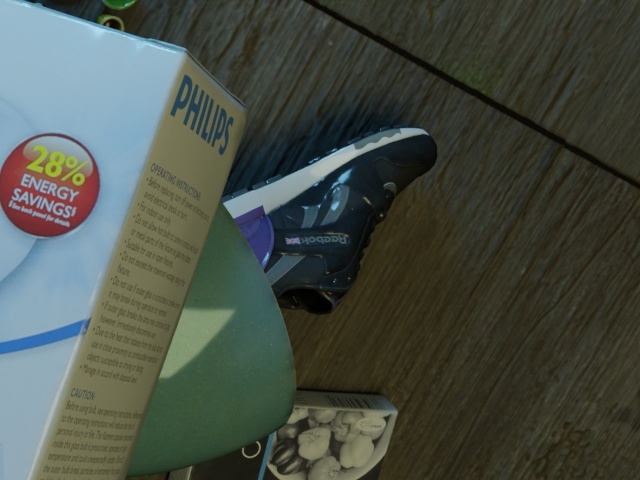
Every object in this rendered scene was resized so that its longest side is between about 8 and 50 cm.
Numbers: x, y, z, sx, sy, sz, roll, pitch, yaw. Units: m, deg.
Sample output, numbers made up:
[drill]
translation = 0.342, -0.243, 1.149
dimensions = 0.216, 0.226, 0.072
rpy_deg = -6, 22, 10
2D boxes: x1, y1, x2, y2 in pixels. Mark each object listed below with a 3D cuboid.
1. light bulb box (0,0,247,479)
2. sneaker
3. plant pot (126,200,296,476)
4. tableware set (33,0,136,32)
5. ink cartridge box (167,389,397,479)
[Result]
[light bulb box]
translation = -0.284, 0.006, 1.276
dimensions = 0.358, 0.225, 0.361
rpy_deg = 18, 86, 10
[sneaker]
translation = 0.000, 0.000, 1.621
dimensions = 0.283, 0.107, 0.124
rpy_deg = -26, 82, -28
[plant pot]
translation = -0.184, 0.077, 1.484
dimensions = 0.195, 0.290, 0.290
rpy_deg = -31, 123, -26
[tableware set]
translation = -0.226, -0.198, 1.524
dimensions = 0.154, 0.024, 0.104
rpy_deg = 15, 105, -29
[ink cartridge box]
translation = -0.047, 0.242, 1.791
dimensions = 0.206, 0.045, 0.208
rpy_deg = 5, 111, -27
